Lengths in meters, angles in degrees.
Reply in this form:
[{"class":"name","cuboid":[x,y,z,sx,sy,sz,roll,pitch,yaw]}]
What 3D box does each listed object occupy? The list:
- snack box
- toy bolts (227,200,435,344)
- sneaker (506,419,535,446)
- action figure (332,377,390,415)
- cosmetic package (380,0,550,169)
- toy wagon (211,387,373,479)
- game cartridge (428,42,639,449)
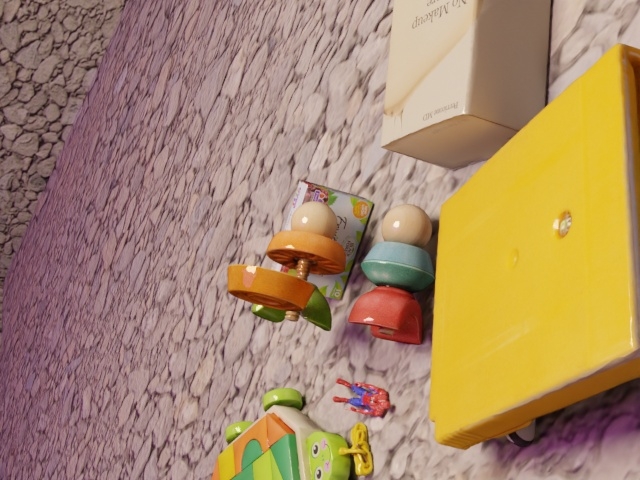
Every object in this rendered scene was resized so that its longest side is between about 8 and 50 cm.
[{"class":"snack box","cuboid":[0.000,0.000,1.219,0.037,0.100,0.141,37,111,63]},{"class":"toy bolts","cuboid":[0.020,0.016,1.065,0.228,0.218,0.158,8,75,23]},{"class":"sneaker","cuboid":[0.196,0.144,0.875,0.043,0.040,0.109,-25,57,52]},{"class":"action figure","cuboid":[0.052,0.195,1.122,0.115,0.030,0.038,1,74,58]},{"class":"cosmetic package","cuboid":[0.167,-0.252,1.024,0.160,0.113,0.309,-17,63,57]},{"class":"toy wagon","cuboid":[-0.053,0.333,1.204,0.344,0.068,0.267,-47,41,42]},{"class":"game cartridge","cuboid":[0.198,0.023,0.836,0.324,0.052,0.285,130,151,-58]}]
